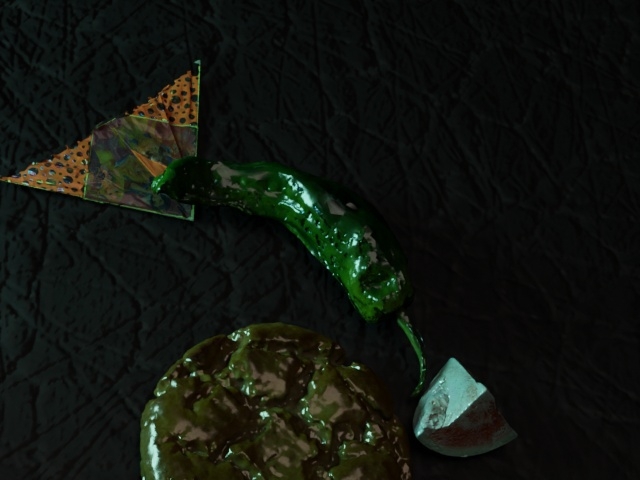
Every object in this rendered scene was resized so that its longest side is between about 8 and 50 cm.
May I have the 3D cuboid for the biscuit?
[{"bbox_3d":[-0.031,0.161,1.204,0.226,0.042,0.226,7,56,-10],"label":"biscuit"}]

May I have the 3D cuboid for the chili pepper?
[{"bbox_3d":[0.000,0.000,1.299,0.279,0.065,0.122,35,63,9],"label":"chili pepper"}]

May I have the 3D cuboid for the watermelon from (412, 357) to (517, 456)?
[{"bbox_3d":[0.111,0.133,1.245,0.085,0.061,0.085,13,50,-16],"label":"watermelon"}]

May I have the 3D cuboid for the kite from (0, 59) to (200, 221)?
[{"bbox_3d":[-0.146,-0.060,1.330,0.222,0.008,0.125,-34,73,-30],"label":"kite"}]
